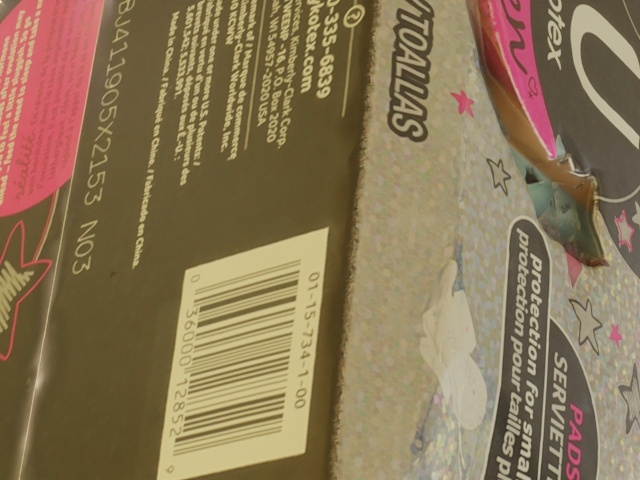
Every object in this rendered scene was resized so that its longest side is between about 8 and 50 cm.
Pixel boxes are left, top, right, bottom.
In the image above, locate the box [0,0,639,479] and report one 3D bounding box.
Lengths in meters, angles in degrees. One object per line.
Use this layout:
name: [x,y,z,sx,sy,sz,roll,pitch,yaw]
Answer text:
box: [0.000,0.000,0.531,0.163,0.247,0.142,-17,145,36]
